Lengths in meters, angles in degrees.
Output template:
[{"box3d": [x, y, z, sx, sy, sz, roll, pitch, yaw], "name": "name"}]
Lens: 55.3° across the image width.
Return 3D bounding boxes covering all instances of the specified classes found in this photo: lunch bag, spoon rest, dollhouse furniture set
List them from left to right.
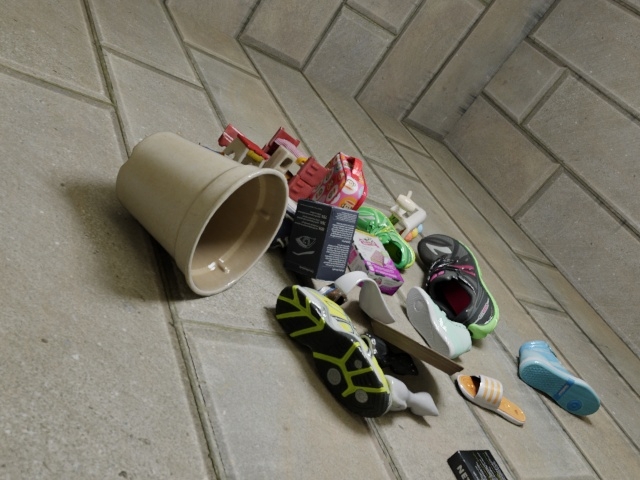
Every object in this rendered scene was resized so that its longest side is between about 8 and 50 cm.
[{"box3d": [-0.157, -0.278, 1.900, 0.201, 0.152, 0.374, 47, 10, 32], "name": "dollhouse furniture set"}, {"box3d": [0.060, -0.175, 2.079, 0.120, 0.258, 0.293, 28, 26, -19], "name": "lunch bag"}, {"box3d": [0.137, 0.159, 1.720, 0.137, 0.084, 0.276, 43, 0, 37], "name": "spoon rest"}]

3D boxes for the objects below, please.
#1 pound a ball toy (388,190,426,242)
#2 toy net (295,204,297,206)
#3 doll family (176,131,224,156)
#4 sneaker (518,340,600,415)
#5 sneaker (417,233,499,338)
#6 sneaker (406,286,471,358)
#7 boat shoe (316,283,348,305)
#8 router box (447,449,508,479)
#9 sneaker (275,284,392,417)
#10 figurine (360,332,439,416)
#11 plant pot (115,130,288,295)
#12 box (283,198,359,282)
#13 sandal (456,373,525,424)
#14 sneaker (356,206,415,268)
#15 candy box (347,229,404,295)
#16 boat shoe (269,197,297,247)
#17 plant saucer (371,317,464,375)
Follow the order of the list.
[{"box3d": [0.334, -0.082, 2.344, 0.136, 0.208, 0.319, 41, 24, 9], "name": "pound a ball toy"}, {"box3d": [-0.161, -0.148, 2.001, 0.232, 0.045, 0.122, 47, 28, 25], "name": "toy net"}, {"box3d": [-0.375, -0.254, 1.774, 0.163, 0.118, 0.263, 17, 18, 20], "name": "doll family"}, {"box3d": [0.835, 0.464, 2.153, 0.319, 0.127, 0.208, 35, 26, -7], "name": "sneaker"}, {"box3d": [0.465, 0.130, 2.178, 0.202, 0.185, 0.483, 24, 26, -35], "name": "sneaker"}, {"box3d": [0.376, 0.258, 1.934, 0.151, 0.094, 0.256, 1, 52, -44], "name": "sneaker"}, {"box3d": [0.040, 0.156, 1.718, 0.066, 0.066, 0.183, 55, 30, 9], "name": "boat shoe"}, {"box3d": [0.397, 0.584, 1.449, 0.133, 0.046, 0.179, 16, 32, -38], "name": "router box"}, {"box3d": [0.054, 0.248, 1.469, 0.147, 0.145, 0.384, 1, 44, -52], "name": "sneaker"}, {"box3d": [0.196, 0.352, 1.552, 0.209, 0.092, 0.215, 23, 28, -37], "name": "figurine"}, {"box3d": [-0.296, -0.091, 1.441, 0.305, 0.334, 0.334, 34, 22, 21], "name": "plant pot"}, {"box3d": [0.000, 0.000, 1.699, 0.108, 0.207, 0.153, 9, 6, -42], "name": "box"}, {"box3d": [0.520, 0.452, 1.809, 0.265, 0.076, 0.102, 30, 25, -16], "name": "sandal"}, {"box3d": [0.217, -0.015, 2.187, 0.295, 0.109, 0.123, 44, 21, 13], "name": "sneaker"}, {"box3d": [0.159, 0.064, 2.018, 0.159, 0.071, 0.233, 18, 30, -35], "name": "candy box"}, {"box3d": [-0.100, -0.016, 1.791, 0.340, 0.127, 0.158, 42, 53, -21], "name": "boat shoe"}, {"box3d": [0.253, 0.290, 1.647, 0.278, 0.041, 0.278, 28, -6, 3], "name": "plant saucer"}]
